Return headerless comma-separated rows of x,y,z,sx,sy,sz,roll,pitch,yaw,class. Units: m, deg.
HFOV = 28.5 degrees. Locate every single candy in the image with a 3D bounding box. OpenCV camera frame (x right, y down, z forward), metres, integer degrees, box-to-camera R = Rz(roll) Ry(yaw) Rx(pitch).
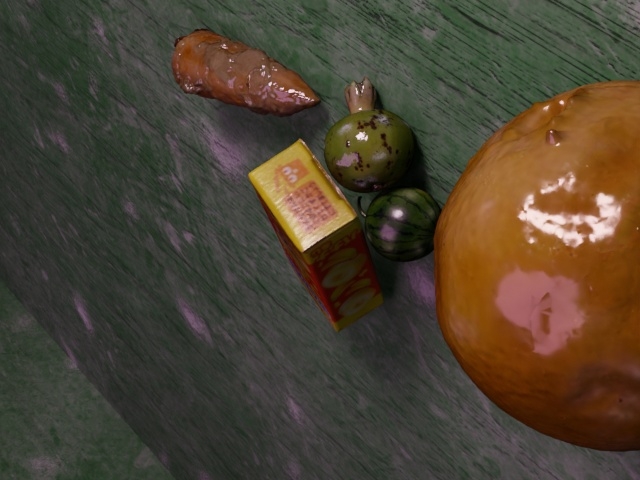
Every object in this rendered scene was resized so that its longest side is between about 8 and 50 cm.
0.000,0.000,1.657,0.146,0.088,0.276,54,174,25,candy

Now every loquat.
0.254,0.022,1.111,0.328,0.328,0.328,40,146,35,loquat

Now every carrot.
-0.094,-0.220,1.735,0.263,0.102,0.102,25,136,40,carrot

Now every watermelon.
0.099,-0.019,1.561,0.109,0.109,0.109,40,146,35,watermelon

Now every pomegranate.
0.055,-0.128,1.544,0.114,0.114,0.142,137,128,-62,pomegranate
